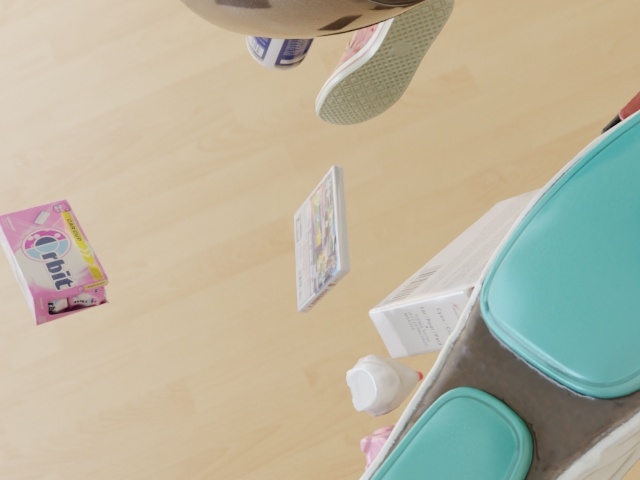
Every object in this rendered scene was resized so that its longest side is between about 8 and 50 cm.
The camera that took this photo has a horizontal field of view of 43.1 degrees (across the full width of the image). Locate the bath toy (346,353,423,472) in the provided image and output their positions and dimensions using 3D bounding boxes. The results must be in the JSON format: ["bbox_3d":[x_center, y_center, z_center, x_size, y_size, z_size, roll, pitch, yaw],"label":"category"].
[{"bbox_3d":[0.126,0.350,1.281,0.129,0.151,0.348,-5,82,-36],"label":"bath toy"}]

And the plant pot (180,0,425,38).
[{"bbox_3d":[0.004,-0.225,0.535,0.215,0.215,0.230,-38,32,-4],"label":"plant pot"}]

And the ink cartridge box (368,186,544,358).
[{"bbox_3d":[0.230,0.006,0.840,0.296,0.261,0.066,-35,99,-42],"label":"ink cartridge box"}]

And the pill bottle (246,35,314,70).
[{"bbox_3d":[-0.042,-0.313,1.105,0.094,0.169,0.094,5,70,-15],"label":"pill bottle"}]

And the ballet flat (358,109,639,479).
[{"bbox_3d":[0.136,0.089,0.459,0.139,0.139,0.400,36,94,12],"label":"ballet flat"}]

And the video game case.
[{"bbox_3d":[0.000,0.000,1.403,0.023,0.183,0.201,10,60,-22],"label":"video game case"}]

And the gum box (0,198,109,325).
[{"bbox_3d":[-0.393,0.032,1.191,0.107,0.062,0.188,-18,52,-27],"label":"gum box"}]

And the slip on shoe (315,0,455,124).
[{"bbox_3d":[0.095,-0.303,1.281,0.123,0.331,0.101,12,50,-24],"label":"slip on shoe"}]

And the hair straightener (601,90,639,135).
[{"bbox_3d":[0.415,-0.182,1.018,0.047,0.089,0.230,39,59,6],"label":"hair straightener"}]
